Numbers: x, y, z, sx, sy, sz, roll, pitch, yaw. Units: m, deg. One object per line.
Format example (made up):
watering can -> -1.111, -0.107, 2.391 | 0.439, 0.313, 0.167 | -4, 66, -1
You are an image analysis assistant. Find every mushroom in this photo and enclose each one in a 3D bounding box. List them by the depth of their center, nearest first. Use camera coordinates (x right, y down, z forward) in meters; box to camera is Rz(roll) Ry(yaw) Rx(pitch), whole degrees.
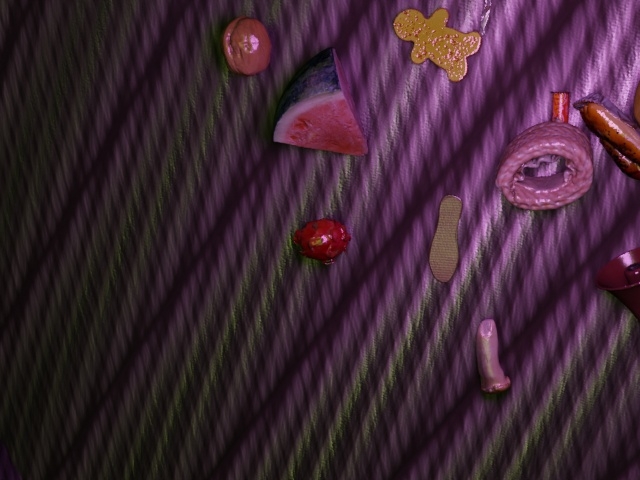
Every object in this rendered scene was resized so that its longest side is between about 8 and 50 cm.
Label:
mushroom -> 0.474, 0.325, 1.991 | 0.084, 0.071, 0.209 | -5, 97, 52

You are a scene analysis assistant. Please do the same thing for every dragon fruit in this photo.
dragon fruit -> 0.000, 0.000, 2.036 | 0.166, 0.133, 0.136 | 7, 110, 14

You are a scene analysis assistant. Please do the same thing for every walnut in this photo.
walnut -> -0.205, -0.540, 1.986 | 0.167, 0.149, 0.166 | 23, 121, 46

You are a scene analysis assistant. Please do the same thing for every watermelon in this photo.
watermelon -> 0.002, -0.336, 1.909 | 0.292, 0.250, 0.283 | 47, 115, 6

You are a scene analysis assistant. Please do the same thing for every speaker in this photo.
speaker -> 0.892, 0.160, 1.820 | 0.259, 0.198, 0.329 | -44, 104, -19

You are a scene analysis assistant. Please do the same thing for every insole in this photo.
insole -> 0.350, -0.004, 1.995 | 0.086, 0.005, 0.253 | 8, 103, 15

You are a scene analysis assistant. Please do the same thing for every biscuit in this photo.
biscuit -> 0.303, -0.530, 1.886 | 0.240, 0.035, 0.158 | 34, 106, 7

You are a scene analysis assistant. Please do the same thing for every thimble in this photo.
thimble -> 0.568, -0.186, 1.799 | 0.229, 0.148, 0.196 | -35, 106, 35

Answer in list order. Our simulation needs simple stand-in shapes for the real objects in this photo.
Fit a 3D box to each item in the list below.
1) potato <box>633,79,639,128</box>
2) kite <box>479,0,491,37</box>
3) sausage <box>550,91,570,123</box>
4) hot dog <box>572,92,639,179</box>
potato -> 0.855, -0.353, 1.694 | 0.197, 0.149, 0.228 | 7, 102, 29
kite -> 0.436, -0.650, 1.833 | 0.230, 0.012, 0.249 | 15, 106, 17
sausage -> 0.613, -0.309, 1.833 | 0.050, 0.048, 0.145 | 1, 104, 14
hot dog -> 0.727, -0.253, 1.746 | 0.082, 0.162, 0.270 | -44, 87, 4
